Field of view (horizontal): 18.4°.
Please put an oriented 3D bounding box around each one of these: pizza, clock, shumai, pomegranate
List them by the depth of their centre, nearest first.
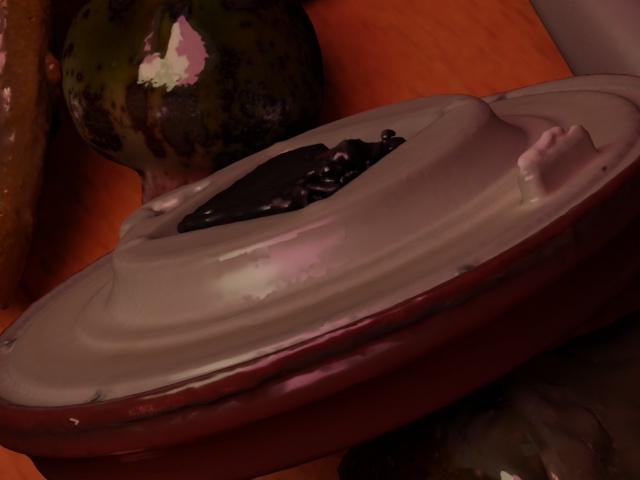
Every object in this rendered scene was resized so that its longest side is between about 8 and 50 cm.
[{"bbox_3d":[0.157,0.103,0.786,0.261,0.222,0.225,-34,57,7],"label":"shumai"},{"bbox_3d":[0.000,0.000,0.829,0.319,0.318,0.080,-17,106,20],"label":"clock"},{"bbox_3d":[-0.067,-0.067,1.014,0.138,0.125,0.163,2,73,14],"label":"pomegranate"},{"bbox_3d":[-0.186,-0.111,1.098,0.161,0.086,0.305,-18,73,56],"label":"pizza"}]

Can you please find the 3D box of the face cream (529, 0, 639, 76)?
[{"bbox_3d":[0.148,-0.133,0.946,0.143,0.089,0.314,-11,61,-21],"label":"face cream"}]
